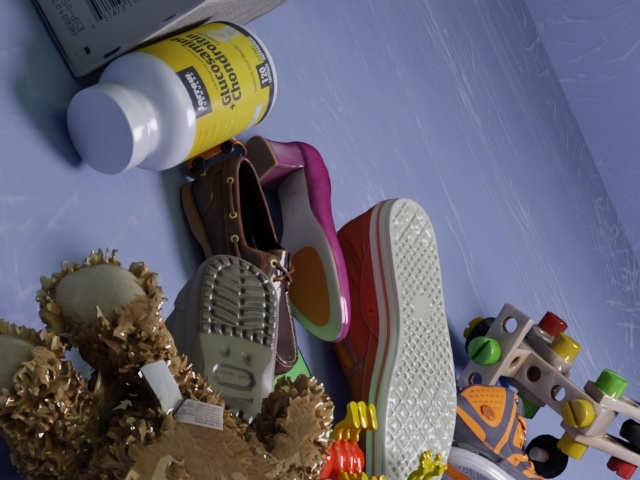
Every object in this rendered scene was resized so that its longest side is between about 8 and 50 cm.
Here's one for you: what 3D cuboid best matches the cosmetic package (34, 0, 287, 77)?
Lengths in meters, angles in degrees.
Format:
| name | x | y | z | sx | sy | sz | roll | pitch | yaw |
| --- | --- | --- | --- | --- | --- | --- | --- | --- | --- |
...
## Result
| name | x | y | z | sx | sy | sz | roll | pitch | yaw |
| --- | --- | --- | --- | --- | --- | --- | --- | --- | --- |
| cosmetic package | -0.124 | -0.254 | 1.198 | 0.113 | 0.160 | 0.309 | 62 | 23 | -5 |

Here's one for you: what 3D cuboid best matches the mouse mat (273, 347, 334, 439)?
| name | x | y | z | sx | sy | sz | roll | pitch | yaw |
| --- | --- | --- | --- | --- | --- | --- | --- | --- | --- |
| mouse mat | -0.042 | 0.135 | 1.179 | 0.190 | 0.007 | 0.152 | 67 | 24 | 1 |

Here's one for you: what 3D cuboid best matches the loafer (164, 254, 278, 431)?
| name | x | y | z | sx | sy | sz | roll | pitch | yaw |
| --- | --- | --- | --- | --- | --- | --- | --- | --- | --- |
| loafer | -0.090 | 0.144 | 0.966 | 0.102 | 0.092 | 0.268 | 23 | 57 | -20 |

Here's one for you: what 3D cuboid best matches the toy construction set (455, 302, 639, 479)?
| name | x | y | z | sx | sy | sz | roll | pitch | yaw |
| --- | --- | --- | --- | --- | --- | --- | --- | --- | --- |
| toy construction set | 0.320 | 0.159 | 1.579 | 0.237 | 0.309 | 0.257 | 25 | 37 | -49 |

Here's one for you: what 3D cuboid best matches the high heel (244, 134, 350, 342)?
| name | x | y | z | sx | sy | sz | roll | pitch | yaw |
| --- | --- | --- | --- | --- | --- | --- | --- | --- | --- |
| high heel | 0.000 | 0.000 | 1.308 | 0.117 | 0.082 | 0.244 | 12 | 43 | -50 |

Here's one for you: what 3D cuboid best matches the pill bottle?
| name | x | y | z | sx | sy | sz | roll | pitch | yaw |
| --- | --- | --- | --- | --- | --- | --- | --- | --- | --- |
| pill bottle | -0.128 | -0.121 | 1.097 | 0.184 | 0.103 | 0.103 | -34 | 98 | -48 |

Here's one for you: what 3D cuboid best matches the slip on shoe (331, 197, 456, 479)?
| name | x | y | z | sx | sy | sz | roll | pitch | yaw |
| --- | --- | --- | --- | --- | --- | --- | --- | --- | --- |
| slip on shoe | 0.066 | 0.122 | 1.305 | 0.123 | 0.101 | 0.331 | 14 | 66 | -45 |

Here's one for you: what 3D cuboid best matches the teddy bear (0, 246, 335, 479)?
| name | x | y | z | sx | sy | sz | roll | pitch | yaw |
| --- | --- | --- | --- | --- | --- | --- | --- | --- | --- |
| teddy bear | -0.098 | 0.162 | 0.840 | 0.338 | 0.113 | 0.245 | 35 | 47 | -9 |

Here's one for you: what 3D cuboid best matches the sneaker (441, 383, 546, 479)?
| name | x | y | z | sx | sy | sz | roll | pitch | yaw |
| --- | --- | --- | --- | --- | --- | --- | --- | --- | --- |
| sneaker | 0.232 | 0.270 | 1.428 | 0.321 | 0.124 | 0.180 | 41 | 30 | -22 |

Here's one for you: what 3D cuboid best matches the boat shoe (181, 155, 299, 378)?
| name | x | y | z | sx | sy | sz | roll | pitch | yaw |
| --- | --- | --- | --- | --- | --- | --- | --- | --- | --- |
| boat shoe | -0.062 | 0.022 | 1.152 | 0.073 | 0.073 | 0.207 | 7 | 58 | -66 |

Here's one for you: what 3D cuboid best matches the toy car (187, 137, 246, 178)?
| name | x | y | z | sx | sy | sz | roll | pitch | yaw |
| --- | --- | --- | --- | --- | --- | --- | --- | --- | --- |
| toy car | -0.121 | -0.092 | 1.172 | 0.122 | 0.060 | 0.040 | 19 | 40 | -60 |

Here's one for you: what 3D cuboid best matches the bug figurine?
| name | x | y | z | sx | sy | sz | roll | pitch | yaw |
| --- | --- | --- | --- | --- | --- | --- | --- | --- | --- |
| bug figurine | 0.052 | 0.292 | 1.129 | 0.216 | 0.072 | 0.279 | 21 | 56 | -51 |
